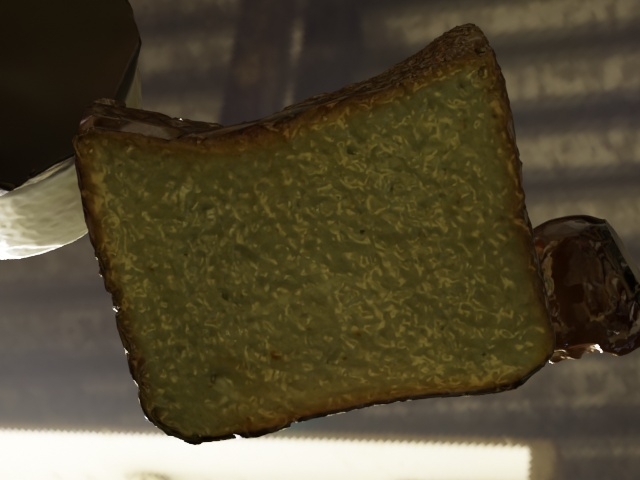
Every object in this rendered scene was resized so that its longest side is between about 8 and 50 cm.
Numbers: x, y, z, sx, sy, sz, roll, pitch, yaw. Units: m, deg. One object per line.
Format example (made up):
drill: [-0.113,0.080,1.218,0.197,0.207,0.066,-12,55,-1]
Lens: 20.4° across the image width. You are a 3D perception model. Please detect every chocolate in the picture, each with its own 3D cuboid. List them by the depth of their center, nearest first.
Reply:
chocolate: [0.194,0.051,1.418,0.133,0.124,0.127,-32,-105,9]
chocolate: [-0.329,-0.120,1.818,0.314,0.297,0.326,11,-126,10]

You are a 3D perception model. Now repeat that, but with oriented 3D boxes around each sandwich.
sandwich: [0.000,0.000,0.880,0.214,0.186,0.065,-14,-164,6]
